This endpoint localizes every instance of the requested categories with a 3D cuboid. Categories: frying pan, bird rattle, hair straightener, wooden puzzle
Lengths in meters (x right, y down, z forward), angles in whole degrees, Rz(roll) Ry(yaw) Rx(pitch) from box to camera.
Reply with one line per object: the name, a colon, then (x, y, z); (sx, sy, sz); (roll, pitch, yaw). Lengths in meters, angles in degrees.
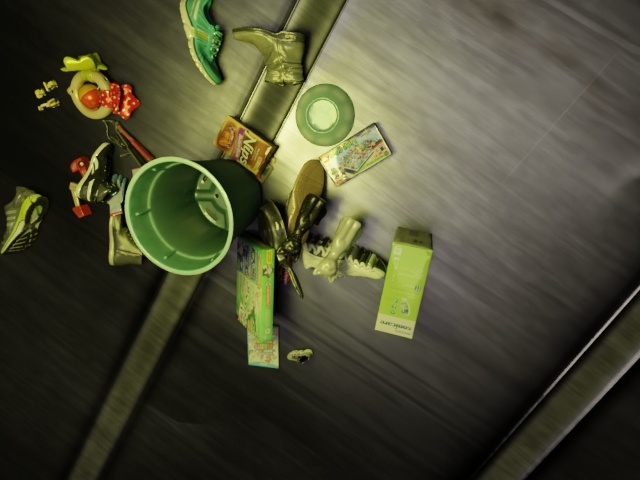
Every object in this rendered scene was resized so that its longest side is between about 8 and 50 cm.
frying pan: (-0.145, 0.028, 1.574); (0.053, 0.197, 0.327); (-16, 100, -22)
bird rattle: (-0.753, -0.506, 1.637); (0.206, 0.143, 0.253); (-33, 108, 30)
hair straightener: (-0.684, -0.330, 1.678); (0.230, 0.047, 0.089); (44, 109, 0)
wooden puzzle: (-0.203, -0.240, 1.606); (0.078, 0.014, 0.116); (34, 109, 4)

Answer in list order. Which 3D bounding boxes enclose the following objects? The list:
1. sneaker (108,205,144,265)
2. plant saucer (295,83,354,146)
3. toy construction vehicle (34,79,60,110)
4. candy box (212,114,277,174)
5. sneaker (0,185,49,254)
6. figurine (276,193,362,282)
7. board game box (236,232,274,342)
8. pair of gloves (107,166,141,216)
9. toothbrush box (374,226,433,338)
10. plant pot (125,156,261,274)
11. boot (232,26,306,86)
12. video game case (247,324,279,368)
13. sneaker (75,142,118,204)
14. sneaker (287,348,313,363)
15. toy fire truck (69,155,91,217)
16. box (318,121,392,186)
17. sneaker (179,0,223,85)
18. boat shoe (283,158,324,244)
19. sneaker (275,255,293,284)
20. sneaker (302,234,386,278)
sneaker: (-0.700, -0.019, 1.755); (0.117, 0.083, 0.222); (2, 95, -10)
plant saucer: (0.009, -0.392, 1.507); (0.194, 0.037, 0.195); (3, 103, 13)
toy construction vehicle: (-0.972, -0.515, 1.706); (0.098, 0.035, 0.086); (-14, 100, 16)
candy box: (-0.246, -0.311, 1.569); (0.186, 0.053, 0.109); (36, 108, 8)
sneaker: (-1.147, -0.074, 1.832); (0.121, 0.111, 0.300); (39, 104, 12)
figurine: (0.000, 0.000, 1.475); (0.214, 0.092, 0.210); (31, 81, -7)
board game box: (-0.223, 0.155, 1.620); (0.213, 0.046, 0.318); (25, 116, 54)
pair of gloves: (-0.677, -0.174, 1.700); (0.198, 0.023, 0.160); (-13, 77, 9)
toothbrush box: (0.259, 0.124, 1.487); (0.122, 0.206, 0.284); (13, 106, 9)
plant pot: (-0.360, -0.109, 1.500); (0.340, 0.334, 0.342); (4, 107, 14)
boot: (-0.163, -0.565, 1.484); (0.246, 0.083, 0.161); (12, 112, 11)
video game case: (-0.210, 0.384, 1.762); (0.119, 0.015, 0.167); (3, 105, 12)
sneaker: (-0.748, -0.225, 1.683); (0.121, 0.079, 0.217); (24, 83, 3)
sneaker: (-0.080, 0.417, 1.711); (0.098, 0.069, 0.038); (-17, 99, 16)
toy fire truck: (-0.866, -0.194, 1.754); (0.135, 0.047, 0.192); (-22, 98, 17)
box: (0.108, -0.268, 1.514); (0.206, 0.036, 0.114); (-30, 95, 18)
sneaker: (-0.357, -0.627, 1.503); (0.109, 0.107, 0.276); (-13, 101, 6)
boat shoe: (-0.066, -0.124, 1.559); (0.102, 0.092, 0.286); (10, 95, -30)
sneaker: (-0.129, 0.093, 1.659); (0.057, 0.047, 0.120); (15, 106, 21)
sneaker: (0.073, 0.075, 1.580); (0.291, 0.110, 0.119); (18, 115, 17)
